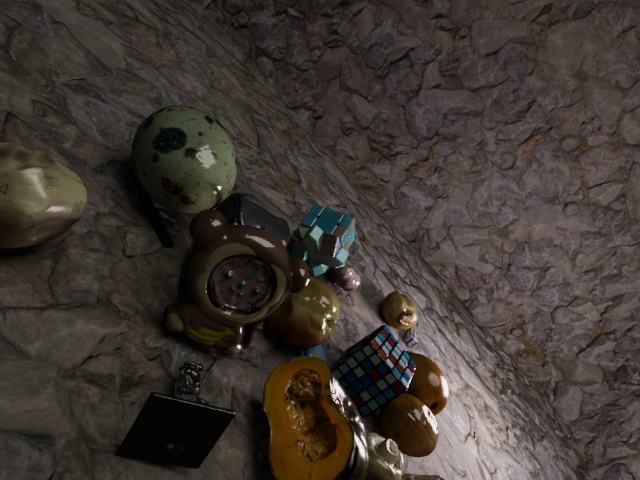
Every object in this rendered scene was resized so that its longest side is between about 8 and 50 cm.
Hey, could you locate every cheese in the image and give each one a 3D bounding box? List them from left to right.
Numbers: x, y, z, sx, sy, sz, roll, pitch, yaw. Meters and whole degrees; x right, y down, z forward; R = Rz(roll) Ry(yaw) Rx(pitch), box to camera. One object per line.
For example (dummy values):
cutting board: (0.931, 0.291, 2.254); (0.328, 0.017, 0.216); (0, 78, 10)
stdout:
cheese: (-0.024, 0.319, 1.374); (0.106, 0.037, 0.256); (39, 23, -26)

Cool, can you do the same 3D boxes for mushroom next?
mushroom: (0.160, 0.589, 1.172); (0.148, 0.112, 0.148); (31, 25, -16)

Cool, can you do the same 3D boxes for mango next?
mango: (0.346, 0.501, 1.561); (0.211, 0.173, 0.317); (61, -1, -6)

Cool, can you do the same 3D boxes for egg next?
egg: (-0.384, -0.229, 1.245); (0.288, 0.287, 0.379); (32, 11, -35)

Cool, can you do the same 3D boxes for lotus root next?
lotus root: (0.354, 0.314, 1.947); (0.155, 0.140, 0.257); (31, 15, -9)

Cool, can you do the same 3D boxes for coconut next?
coconut: (-0.567, -0.083, 0.811); (0.224, 0.224, 0.224); (40, 24, -22)

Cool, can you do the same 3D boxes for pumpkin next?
pumpkin: (-0.017, 0.458, 0.993); (0.324, 0.242, 0.232); (-108, 178, -52)

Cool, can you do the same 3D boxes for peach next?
peach: (-0.063, 0.194, 1.280); (0.236, 0.214, 0.214); (32, 19, 14)

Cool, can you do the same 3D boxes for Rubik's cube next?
Rubik's cube: (0.000, 0.000, 1.684); (0.266, 0.224, 0.212); (21, 57, 20)
Rubik's cube: (0.171, 0.409, 1.394); (0.184, 0.182, 0.187); (50, 22, 6)

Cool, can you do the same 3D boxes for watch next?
watch: (-0.236, 0.059, 1.116); (0.314, 0.335, 0.327); (31, 9, -26)

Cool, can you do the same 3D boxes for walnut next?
walnut: (0.276, 0.576, 1.356); (0.207, 0.167, 0.167); (51, 22, 0)

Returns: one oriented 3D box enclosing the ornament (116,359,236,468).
ornament: (-0.272, 0.299, 0.835); (0.153, 0.166, 0.196); (26, 17, -24)

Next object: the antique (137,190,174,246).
antique: (-0.458, -0.060, 1.208); (0.192, 0.015, 0.031); (56, 25, 19)

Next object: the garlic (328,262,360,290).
garlic: (0.095, 0.148, 1.782); (0.147, 0.102, 0.159); (42, 0, -11)

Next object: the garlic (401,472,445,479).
garlic: (0.275, 0.710, 1.054); (0.325, 0.280, 0.132); (-69, 151, -74)

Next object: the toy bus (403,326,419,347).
toy bus: (0.410, 0.434, 1.966); (0.058, 0.052, 0.102); (46, 20, -1)
